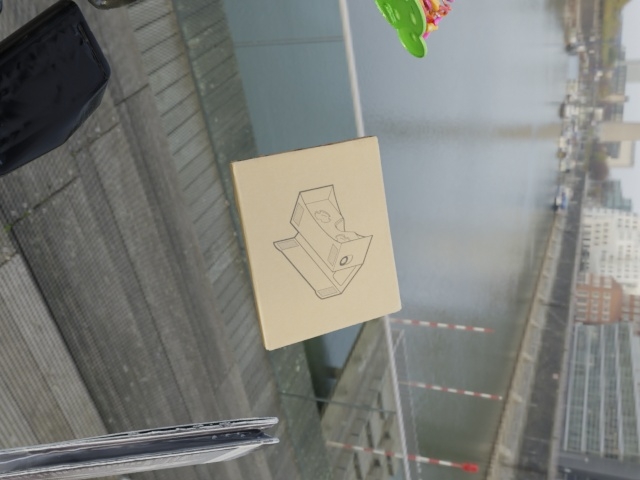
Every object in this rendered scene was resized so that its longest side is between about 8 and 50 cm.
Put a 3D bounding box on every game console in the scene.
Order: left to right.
[{"bbox_3d":[-0.357,-0.234,0.664,0.213,0.044,0.361,-51,148,-27],"label":"game console"}]

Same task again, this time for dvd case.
[{"bbox_3d":[-0.149,0.131,0.381,0.164,0.221,0.018,129,-43,-63],"label":"dvd case"}]

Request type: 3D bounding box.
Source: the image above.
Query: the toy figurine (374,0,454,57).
[{"bbox_3d":[0.194,-0.428,1.106,0.159,0.130,0.173,-41,131,-9],"label":"toy figurine"}]

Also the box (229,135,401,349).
[{"bbox_3d":[0.000,0.000,0.693,0.021,0.164,0.201,-158,-124,-67],"label":"box"}]

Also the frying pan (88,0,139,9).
[{"bbox_3d":[-0.012,-0.208,0.419,0.197,0.326,0.053,12,76,-31],"label":"frying pan"}]
